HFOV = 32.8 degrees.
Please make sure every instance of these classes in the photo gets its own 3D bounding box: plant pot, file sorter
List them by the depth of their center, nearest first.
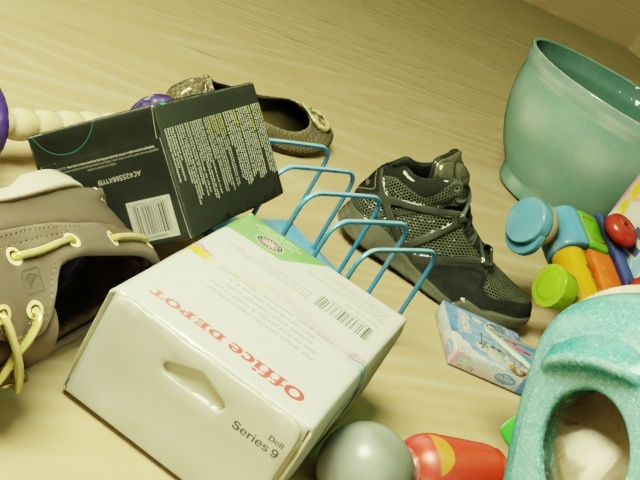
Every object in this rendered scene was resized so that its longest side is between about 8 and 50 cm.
[{"bbox_3d":[0.000,0.000,0.960,0.118,0.104,0.170,1,38,-49],"label":"file sorter"},{"bbox_3d":[0.379,-0.130,1.562,0.293,0.196,0.293,26,23,-12],"label":"plant pot"}]

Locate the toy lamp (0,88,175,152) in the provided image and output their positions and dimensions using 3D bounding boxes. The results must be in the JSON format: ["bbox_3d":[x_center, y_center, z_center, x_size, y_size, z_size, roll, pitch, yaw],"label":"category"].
[{"bbox_3d":[-0.230,-0.097,0.916,0.080,0.080,0.275,42,23,24],"label":"toy lamp"}]

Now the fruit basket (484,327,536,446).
[{"bbox_3d":[0.328,0.201,0.883,0.353,0.165,0.327,16,27,-39],"label":"fruit basket"}]

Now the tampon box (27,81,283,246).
[{"bbox_3d":[-0.125,-0.057,0.863,0.161,0.120,0.101,-30,107,-63],"label":"tampon box"}]

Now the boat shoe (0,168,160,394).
[{"bbox_3d":[-0.195,0.036,0.645,0.097,0.116,0.324,30,17,6],"label":"boat shoe"}]

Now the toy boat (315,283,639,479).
[{"bbox_3d":[0.130,0.159,0.663,0.148,0.267,0.318,10,-9,-30],"label":"toy boat"}]

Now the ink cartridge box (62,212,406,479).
[{"bbox_3d":[-0.050,0.078,0.758,0.154,0.093,0.212,34,22,9],"label":"ink cartridge box"}]

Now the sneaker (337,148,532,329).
[{"bbox_3d":[0.143,-0.006,1.115,0.227,0.130,0.087,37,23,-2],"label":"sneaker"}]

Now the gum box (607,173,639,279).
[{"bbox_3d":[0.364,0.024,1.243,0.062,0.188,0.107,16,27,-34],"label":"gum box"}]

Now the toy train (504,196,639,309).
[{"bbox_3d":[0.282,0.069,1.147,0.143,0.105,0.248,20,44,-36],"label":"toy train"}]

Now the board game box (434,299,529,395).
[{"bbox_3d":[0.158,0.104,1.049,0.090,0.020,0.090,23,24,-15],"label":"board game box"}]

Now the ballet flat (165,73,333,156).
[{"bbox_3d":[-0.070,-0.146,1.225,0.250,0.058,0.084,6,35,-45],"label":"ballet flat"}]
